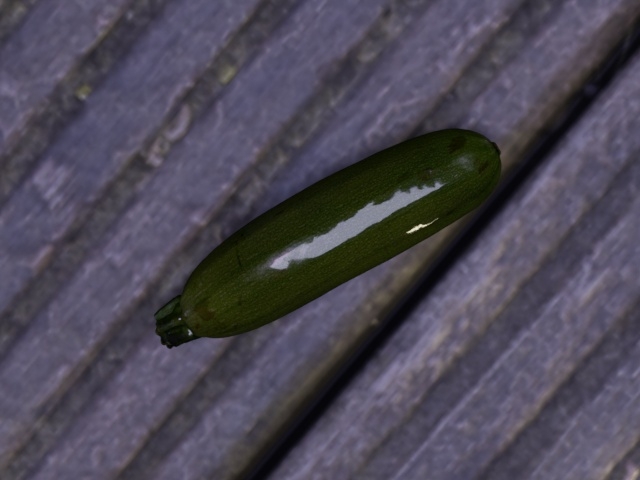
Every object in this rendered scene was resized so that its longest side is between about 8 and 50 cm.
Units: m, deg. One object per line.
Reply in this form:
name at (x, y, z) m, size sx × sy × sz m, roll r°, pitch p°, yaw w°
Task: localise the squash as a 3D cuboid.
squash at (0.000, 0.000, 1.167) m, size 0.252 × 0.066 × 0.066 m, roll -29°, pitch 94°, yaw 7°
